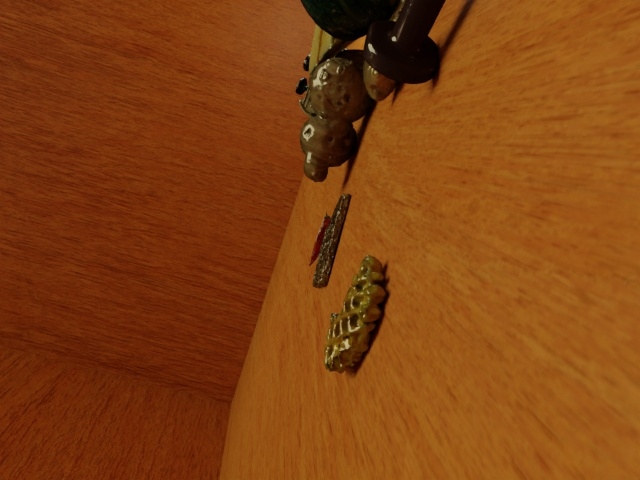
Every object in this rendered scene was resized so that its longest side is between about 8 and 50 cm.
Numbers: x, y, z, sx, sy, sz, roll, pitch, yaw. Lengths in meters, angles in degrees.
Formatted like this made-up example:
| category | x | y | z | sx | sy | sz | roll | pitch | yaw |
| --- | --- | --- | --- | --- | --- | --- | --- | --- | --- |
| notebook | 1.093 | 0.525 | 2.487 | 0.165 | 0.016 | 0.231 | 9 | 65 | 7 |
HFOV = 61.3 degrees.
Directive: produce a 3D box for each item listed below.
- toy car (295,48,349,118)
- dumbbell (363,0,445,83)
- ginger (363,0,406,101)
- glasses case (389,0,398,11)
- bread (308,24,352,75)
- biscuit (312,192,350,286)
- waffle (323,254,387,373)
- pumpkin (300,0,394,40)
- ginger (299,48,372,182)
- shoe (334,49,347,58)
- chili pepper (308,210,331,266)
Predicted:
| category | x | y | z | sx | sy | sz | roll | pitch | yaw |
| --- | --- | --- | --- | --- | --- | --- | --- | --- | --- |
| toy car | 0.051 | -0.537 | 1.852 | 0.198 | 0.204 | 0.247 | -41 | -22 | -58 |
| dumbbell | 0.158 | -0.362 | 0.819 | 0.225 | 0.124 | 0.140 | 115 | 169 | -49 |
| ginger | 0.162 | -0.437 | 1.126 | 0.294 | 0.086 | 0.131 | -67 | -14 | 10 |
| glasses case | 0.209 | -0.718 | 1.444 | 0.299 | 0.060 | 0.114 | 117 | 162 | -54 |
| bread | 0.025 | -0.597 | 1.449 | 0.264 | 0.163 | 0.168 | -47 | 7 | -29 |
| biscuit | 0.023 | 0.001 | 1.350 | 0.131 | 0.026 | 0.236 | 150 | 135 | -76 |
| waffle | 0.048 | 0.119 | 0.844 | 0.149 | 0.051 | 0.194 | -89 | 17 | -58 |
| pumpkin | 0.048 | -0.579 | 1.234 | 0.293 | 0.197 | 0.263 | -43 | -67 | -74 |
| ginger | 0.044 | -0.335 | 1.449 | 0.256 | 0.176 | 0.375 | -32 | -40 | -75 |
| shoe | 0.061 | -0.529 | 1.663 | 0.099 | 0.228 | 0.112 | -18 | -62 | -47 |
| chili pepper | 0.000 | 0.000 | 1.507 | 0.045 | 0.027 | 0.178 | -82 | 11 | -69 |
